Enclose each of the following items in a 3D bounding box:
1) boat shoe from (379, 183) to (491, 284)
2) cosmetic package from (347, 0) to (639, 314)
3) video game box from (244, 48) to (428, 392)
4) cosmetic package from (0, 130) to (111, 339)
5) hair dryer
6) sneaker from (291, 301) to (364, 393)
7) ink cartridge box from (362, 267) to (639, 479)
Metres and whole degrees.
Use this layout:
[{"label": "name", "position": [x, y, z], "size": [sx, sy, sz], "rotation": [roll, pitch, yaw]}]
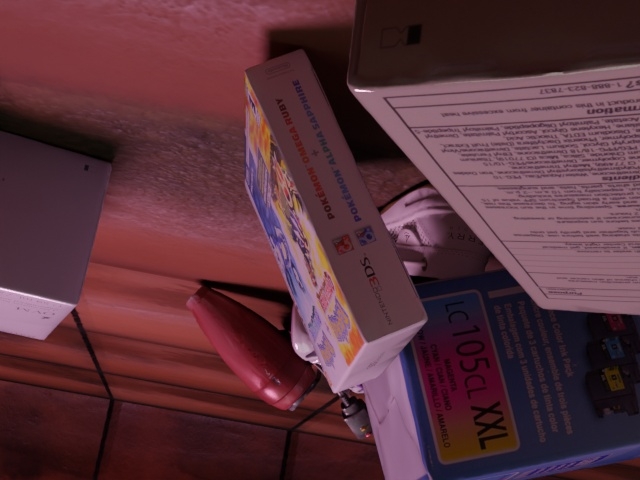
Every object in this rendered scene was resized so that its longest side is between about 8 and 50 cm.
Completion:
[{"label": "boat shoe", "position": [0.065, 0.031, 0.844], "size": [0.098, 0.096, 0.277], "rotation": [13, 162, -14]}, {"label": "cosmetic package", "position": [0.144, -0.065, 0.455], "size": [0.153, 0.129, 0.296], "rotation": [-1, 159, 26]}, {"label": "video game box", "position": [0.000, 0.000, 0.646], "size": [0.048, 0.187, 0.205], "rotation": [-23, 166, -11]}, {"label": "cosmetic package", "position": [-0.333, -0.009, 0.860], "size": [0.224, 0.138, 0.225], "rotation": [16, 163, -19]}, {"label": "hair dryer", "position": [-0.067, 0.154, 1.235], "size": [0.293, 0.080, 0.223], "rotation": [43, 176, -36]}, {"label": "sneaker", "position": [0.063, 0.129, 1.171], "size": [0.105, 0.095, 0.236], "rotation": [-11, 154, 29]}, {"label": "ink cartridge box", "position": [0.246, 0.105, 0.781], "size": [0.396, 0.151, 0.270], "rotation": [-11, 163, -6]}]
